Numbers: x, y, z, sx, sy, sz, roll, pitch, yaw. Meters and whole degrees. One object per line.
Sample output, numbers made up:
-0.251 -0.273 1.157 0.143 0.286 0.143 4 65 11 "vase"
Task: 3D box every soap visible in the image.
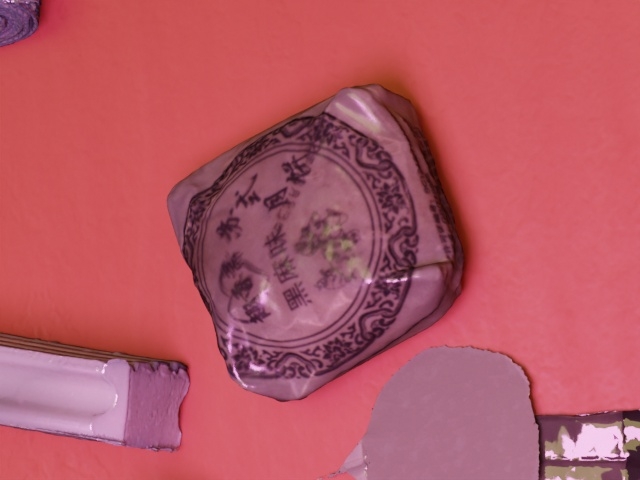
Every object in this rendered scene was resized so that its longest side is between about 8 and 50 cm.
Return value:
-0.268 0.146 1.560 0.261 0.150 0.094 8 88 24 "soap"

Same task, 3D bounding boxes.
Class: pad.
0.222 0.265 1.402 0.174 0.022 0.233 -6 77 22 "pad"

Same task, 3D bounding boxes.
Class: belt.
-0.374 -0.255 1.686 0.163 0.147 0.082 1 76 -6 "belt"

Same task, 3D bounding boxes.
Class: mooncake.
-0.002 0.000 1.484 0.250 0.136 0.254 -30 70 19 "mooncake"

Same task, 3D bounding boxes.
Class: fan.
0.058 0.204 1.484 0.310 0.010 0.182 -20 64 22 "fan"
